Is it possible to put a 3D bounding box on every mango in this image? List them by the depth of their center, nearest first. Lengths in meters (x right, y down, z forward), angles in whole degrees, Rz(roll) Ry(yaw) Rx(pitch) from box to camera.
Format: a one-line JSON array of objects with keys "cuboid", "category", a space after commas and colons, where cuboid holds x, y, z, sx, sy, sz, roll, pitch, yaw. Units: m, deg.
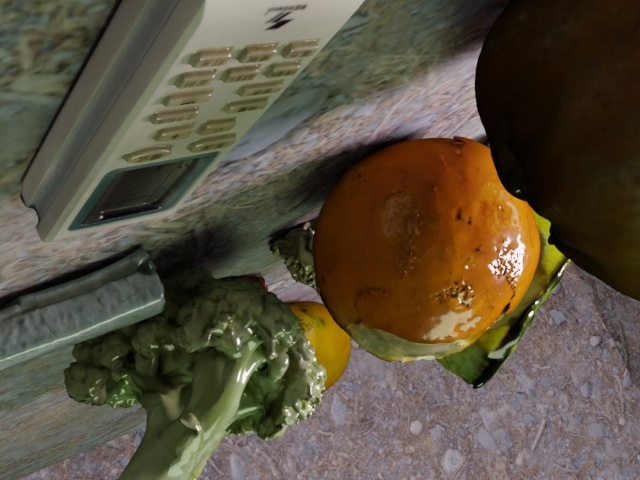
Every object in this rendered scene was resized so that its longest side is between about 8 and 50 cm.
[{"cuboid": [-0.053, 0.198, 1.594, 0.211, 0.173, 0.317, -26, 162, 4], "category": "mango"}]

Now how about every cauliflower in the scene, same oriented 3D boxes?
[{"cuboid": [-0.151, 0.154, 0.969, 0.327, 0.260, 0.281, -44, 179, 40], "category": "cauliflower"}]

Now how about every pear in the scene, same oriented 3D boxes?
[{"cuboid": [0.176, 0.015, 1.121, 0.238, 0.255, 0.164, -49, 165, -18], "category": "pear"}]

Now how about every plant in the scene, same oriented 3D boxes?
[{"cuboid": [0.000, 0.000, 1.079, 0.122, 0.104, 0.116, -52, -156, 2], "category": "plant"}]

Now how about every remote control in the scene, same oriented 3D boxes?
[{"cuboid": [-0.086, -0.079, 0.511, 0.103, 0.055, 0.277, -16, 165, -38], "category": "remote control"}]

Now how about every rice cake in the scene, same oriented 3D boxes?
[{"cuboid": [-0.308, 0.096, 0.823, 0.336, 0.063, 0.066, -22, 165, -18], "category": "rice cake"}]

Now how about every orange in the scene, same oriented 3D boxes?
[{"cuboid": [0.108, 0.010, 0.918, 0.240, 0.240, 0.240, -24, 169, -5], "category": "orange"}]

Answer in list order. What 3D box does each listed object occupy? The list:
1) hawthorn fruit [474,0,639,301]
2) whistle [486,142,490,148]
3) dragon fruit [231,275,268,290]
[{"cuboid": [0.271, -0.110, 0.643, 0.301, 0.268, 0.268, -36, 168, 3], "category": "hawthorn fruit"}, {"cuboid": [0.231, -0.080, 1.182, 0.062, 0.062, 0.304, -24, 169, -4], "category": "whistle"}, {"cuboid": [-0.147, 0.162, 1.262, 0.205, 0.152, 0.317, -21, 167, -26], "category": "dragon fruit"}]
